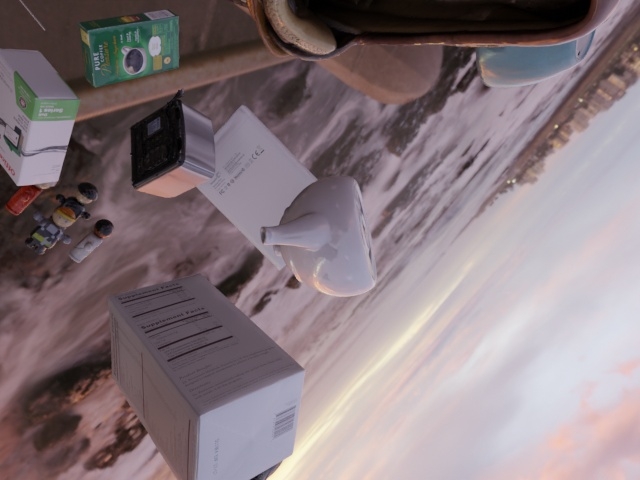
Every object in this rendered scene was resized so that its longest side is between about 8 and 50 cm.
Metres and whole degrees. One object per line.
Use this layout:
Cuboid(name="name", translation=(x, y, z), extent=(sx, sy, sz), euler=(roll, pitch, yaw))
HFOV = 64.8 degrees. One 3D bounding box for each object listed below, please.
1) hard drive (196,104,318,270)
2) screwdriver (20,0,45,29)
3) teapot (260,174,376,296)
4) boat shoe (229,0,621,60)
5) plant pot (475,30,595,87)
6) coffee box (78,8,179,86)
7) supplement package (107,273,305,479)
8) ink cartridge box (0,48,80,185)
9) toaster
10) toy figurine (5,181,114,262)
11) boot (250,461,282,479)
Cuboid(name="hard drive", translation=(-0.145, -0.129, 1.273), extent=(0.233, 0.353, 0.047), euler=(-44, -177, 13))
Cuboid(name="screwdriver", translation=(-0.850, -0.674, 1.433), extent=(0.025, 0.024, 0.170), euler=(-37, 127, -13))
Cuboid(name="teapot", translation=(0.000, 0.000, 0.991), extent=(0.253, 0.186, 0.256), euler=(-86, 161, -53))
Cuboid(name="boat shoe", translation=(0.001, -0.175, 0.299), extent=(0.123, 0.341, 0.123), euler=(-55, 155, -29))
Cuboid(name="plant pot", translation=(0.523, -0.497, 1.182), extent=(0.290, 0.195, 0.290), euler=(-28, 128, -41))
Cuboid(name="coffee box", translation=(-0.356, -0.367, 0.955), extent=(0.184, 0.040, 0.113), euler=(-31, 152, -35))
Cuboid(name="supplement package", translation=(-0.150, 0.163, 0.620), extent=(0.133, 0.244, 0.139), euler=(-13, 123, -39))
Cuboid(name="ink cartridge box", translation=(-0.588, -0.242, 1.015), extent=(0.092, 0.160, 0.219), euler=(-22, 153, -53))
Cuboid(name="toaster", translation=(-0.324, -0.205, 1.111), extent=(0.185, 0.168, 0.110), euler=(-21, 158, 28))
Cuboid(name="toy figurine", translation=(-0.644, -0.066, 1.273), extent=(0.148, 0.209, 0.213), euler=(-43, 155, 5))
Cuboid(name="boot", translation=(-0.121, 0.420, 0.881), extent=(0.198, 0.076, 0.137), euler=(-61, 179, 4))
